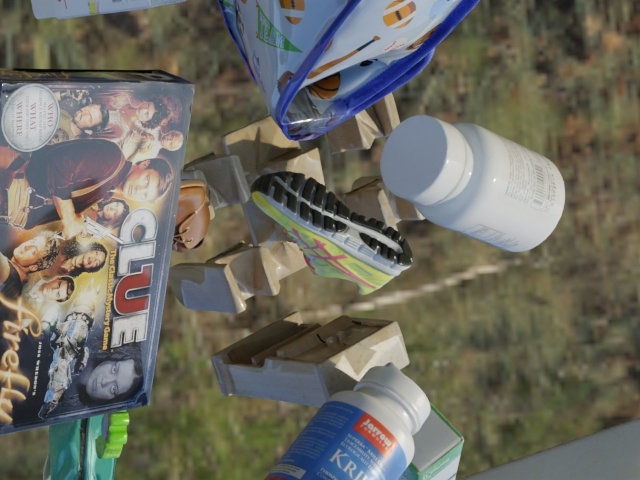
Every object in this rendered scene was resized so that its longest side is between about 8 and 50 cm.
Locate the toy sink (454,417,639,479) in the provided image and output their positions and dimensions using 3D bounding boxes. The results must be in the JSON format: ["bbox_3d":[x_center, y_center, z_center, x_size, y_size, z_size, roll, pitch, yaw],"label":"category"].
[{"bbox_3d":[0.158,0.238,1.070,0.234,0.152,0.131,-21,156,4],"label":"toy sink"}]

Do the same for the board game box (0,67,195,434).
[{"bbox_3d":[-0.174,0.006,1.048,0.042,0.243,0.165,21,-161,40],"label":"board game box"}]

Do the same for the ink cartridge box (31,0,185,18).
[{"bbox_3d":[-0.251,-0.318,1.758,0.198,0.115,0.067,1,-165,39],"label":"ink cartridge box"}]

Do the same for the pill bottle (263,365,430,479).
[{"bbox_3d":[0.031,0.252,1.779,0.124,0.221,0.124,28,148,19],"label":"pill bottle"}]

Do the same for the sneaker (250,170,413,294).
[{"bbox_3d":[0.000,0.000,1.802,0.208,0.081,0.094,32,126,-11],"label":"sneaker"}]

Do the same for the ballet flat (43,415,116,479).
[{"bbox_3d":[-0.271,0.303,1.715,0.087,0.247,0.083,-11,161,39],"label":"ballet flat"}]

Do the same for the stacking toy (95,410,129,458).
[{"bbox_3d":[-0.242,0.087,1.289,0.167,0.221,0.052,-2,-167,-29],"label":"stacking toy"}]

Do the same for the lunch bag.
[{"bbox_3d":[0.008,-0.339,1.694,0.239,0.327,0.385,-11,156,-38],"label":"lunch bag"}]

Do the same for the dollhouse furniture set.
[{"bbox_3d":[-0.059,0.020,2.206,0.362,0.394,0.256,-27,-163,-36],"label":"dollhouse furniture set"}]

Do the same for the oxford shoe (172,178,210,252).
[{"bbox_3d":[-0.157,-0.027,1.699,0.076,0.076,0.212,-7,173,9],"label":"oxford shoe"}]

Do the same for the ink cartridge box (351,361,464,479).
[{"bbox_3d":[0.110,0.285,2.110,0.087,0.153,0.208,-36,155,-20],"label":"ink cartridge box"}]

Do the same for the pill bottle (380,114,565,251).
[{"bbox_3d":[0.183,-0.072,1.871,0.131,0.131,0.229,-14,158,40],"label":"pill bottle"}]
